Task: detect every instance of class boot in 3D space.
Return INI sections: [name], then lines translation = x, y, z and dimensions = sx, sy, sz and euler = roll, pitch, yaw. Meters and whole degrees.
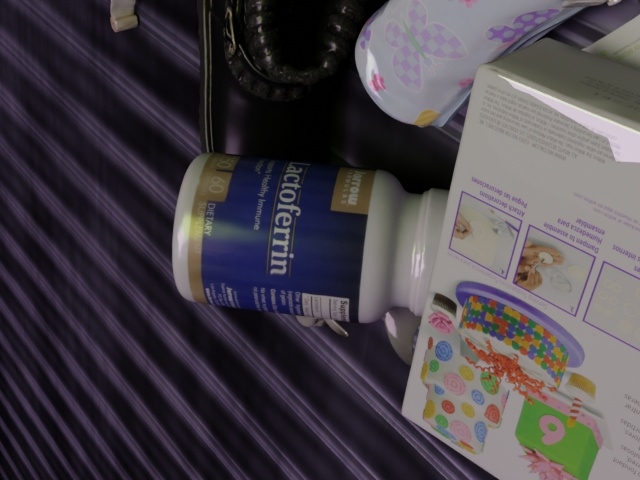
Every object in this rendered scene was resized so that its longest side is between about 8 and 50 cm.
[boot]
translation = -0.038, -0.159, 0.929
dimensions = 0.260, 0.131, 0.348
euler = 20, 123, 63

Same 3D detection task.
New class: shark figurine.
[shark figurine]
translation = 0.027, 0.037, 1.018
dimensions = 0.166, 0.116, 0.278
euler = 44, 161, -21

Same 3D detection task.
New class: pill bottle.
[pill bottle]
translation = 0.000, 0.000, 0.880
dimensions = 0.264, 0.153, 0.153
euler = 6, 119, 6

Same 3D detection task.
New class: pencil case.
[pencil case]
translation = 0.140, -0.197, 0.731
dimensions = 0.124, 0.113, 0.273
euler = 51, 144, -4

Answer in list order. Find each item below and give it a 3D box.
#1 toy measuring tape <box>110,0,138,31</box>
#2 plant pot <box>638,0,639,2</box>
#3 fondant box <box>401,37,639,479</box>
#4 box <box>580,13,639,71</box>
[toy measuring tape]
translation = -0.227, -0.343, 1.175
dimensions = 0.121, 0.121, 0.330
euler = 62, 154, 12
[plant pot]
translation = 0.367, -0.031, 0.333
dimensions = 0.366, 0.366, 0.353
euler = -19, 102, 55
[fondant box]
translation = 0.203, 0.051, 0.650
dimensions = 0.238, 0.096, 0.330
euler = 30, 129, 30
[box]
translation = 0.328, -0.036, 0.603
dimensions = 0.232, 0.058, 0.322
euler = -29, 81, 55
